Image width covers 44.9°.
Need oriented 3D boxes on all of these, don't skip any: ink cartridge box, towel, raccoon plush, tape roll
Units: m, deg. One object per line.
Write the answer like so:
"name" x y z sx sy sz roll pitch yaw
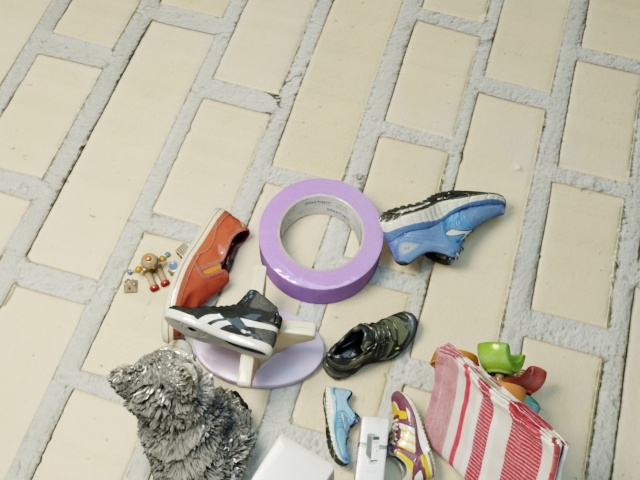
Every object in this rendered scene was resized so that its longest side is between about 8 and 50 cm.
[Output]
"ink cartridge box" 0.098 0.422 1.514 0.056 0.099 0.135 7 62 3
"ink cartridge box" -0.070 0.487 1.381 0.114 0.273 0.197 28 66 15
"towel" 0.301 0.365 1.404 0.037 0.237 0.329 -9 27 -27
"raccoon plush" -0.234 0.397 1.382 0.216 0.299 0.446 -19 65 3
"tape roll" 0.000 0.000 1.728 0.275 0.090 0.274 1 63 -2

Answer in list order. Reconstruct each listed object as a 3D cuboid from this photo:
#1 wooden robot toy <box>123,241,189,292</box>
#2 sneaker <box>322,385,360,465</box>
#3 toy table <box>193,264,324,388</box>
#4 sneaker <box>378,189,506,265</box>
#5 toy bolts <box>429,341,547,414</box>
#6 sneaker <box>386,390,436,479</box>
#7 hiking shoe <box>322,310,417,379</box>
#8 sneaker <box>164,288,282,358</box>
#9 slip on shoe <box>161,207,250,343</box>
"wooden robot toy" -0.359 0.057 1.692 0.173 0.079 0.076 -26 67 -14
"sneaker" 0.047 0.370 1.560 0.073 0.063 0.162 -2 64 -7
"toy table" -0.130 0.195 1.587 0.274 0.161 0.252 -5 64 -3
"sneaker" 0.281 -0.027 1.744 0.330 0.130 0.147 -17 104 -25
"toy bolts" 0.338 0.315 1.544 0.218 0.228 0.158 -12 59 43
"sneaker" 0.163 0.393 1.548 0.084 0.069 0.185 -14 64 -13
"hiking shoe" 0.112 0.210 1.612 0.227 0.114 0.086 -29 68 -15
"sneaker" -0.180 0.140 1.488 0.217 0.079 0.121 20 61 0
"slip on shoe" -0.250 0.077 1.670 0.101 0.123 0.331 22 60 5
